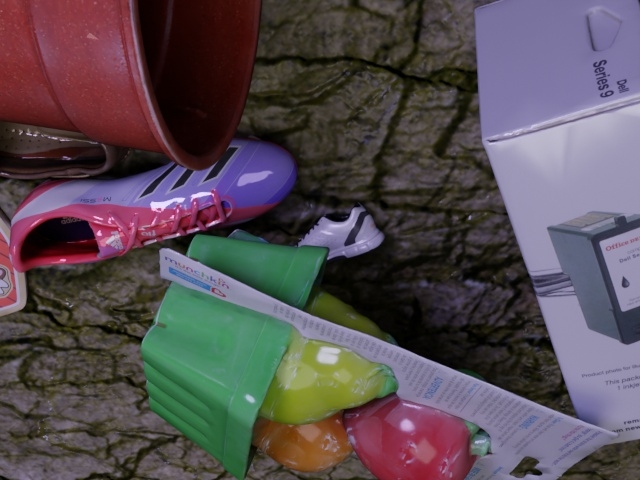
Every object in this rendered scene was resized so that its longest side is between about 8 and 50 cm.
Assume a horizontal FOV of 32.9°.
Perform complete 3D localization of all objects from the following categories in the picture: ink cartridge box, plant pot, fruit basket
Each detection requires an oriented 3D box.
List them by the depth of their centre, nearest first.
[{"bbox_3d":[-0.197,-0.189,0.700,0.265,0.272,0.272,4,127,11],"label":"plant pot"},{"bbox_3d":[0.211,-0.027,0.808,0.121,0.211,0.289,-15,123,16],"label":"ink cartridge box"},{"bbox_3d":[0.033,0.126,0.912,0.353,0.165,0.327,16,155,2],"label":"fruit basket"}]

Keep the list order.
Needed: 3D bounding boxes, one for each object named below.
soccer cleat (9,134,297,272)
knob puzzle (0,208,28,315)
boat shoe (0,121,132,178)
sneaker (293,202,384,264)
[{"bbox_3d":[-0.139,-0.024,0.902,0.248,0.095,0.083,-9,125,10],"label":"soccer cleat"},{"bbox_3d":[-0.356,0.016,0.985,0.213,0.030,0.213,1,126,2],"label":"knob puzzle"},{"bbox_3d":[-0.276,-0.092,0.860,0.257,0.095,0.095,0,126,4],"label":"boat shoe"},{"bbox_3d":[0.000,0.000,0.951,0.109,0.040,0.044,-22,105,14],"label":"sneaker"}]
